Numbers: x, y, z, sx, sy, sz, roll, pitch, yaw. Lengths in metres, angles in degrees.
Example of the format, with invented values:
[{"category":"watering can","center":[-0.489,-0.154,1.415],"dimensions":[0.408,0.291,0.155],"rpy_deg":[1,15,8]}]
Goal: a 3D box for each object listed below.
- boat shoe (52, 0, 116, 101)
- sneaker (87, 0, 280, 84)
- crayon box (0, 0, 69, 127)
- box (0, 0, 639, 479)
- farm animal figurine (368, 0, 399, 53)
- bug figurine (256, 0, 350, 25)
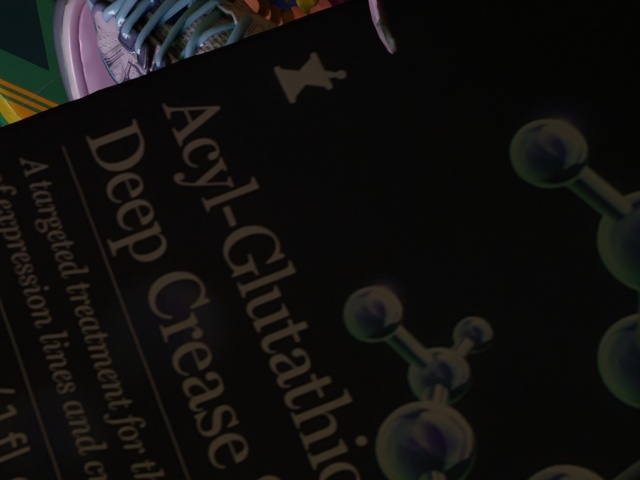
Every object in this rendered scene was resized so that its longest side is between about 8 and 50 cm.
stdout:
[{"category":"boat shoe","center":[-0.154,-0.110,1.412],"dimensions":[0.099,0.116,0.319],"rpy_deg":[32,163,32]},{"category":"sneaker","center":[-0.083,-0.109,1.000],"dimensions":[0.122,0.110,0.283],"rpy_deg":[56,171,-21]},{"category":"crayon box","center":[-0.347,-0.205,1.693],"dimensions":[0.313,0.106,0.363],"rpy_deg":[53,163,-21]},{"category":"box","center":[0.074,0.078,0.629],"dimensions":[0.212,0.395,0.293],"rpy_deg":[83,164,-62]},{"category":"farm animal figurine","center":[0.079,-0.179,0.498],"dimensions":[0.326,0.330,0.172],"rpy_deg":[18,159,0]},{"category":"bug figurine","center":[-0.043,-0.203,0.982],"dimensions":[0.216,0.072,0.279],"rpy_deg":[41,169,44]}]
